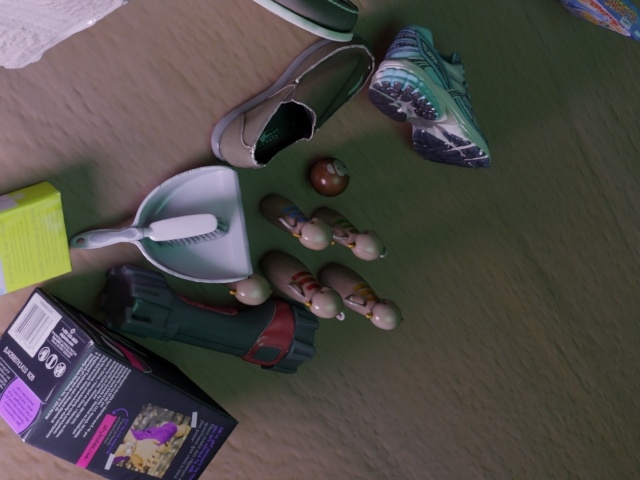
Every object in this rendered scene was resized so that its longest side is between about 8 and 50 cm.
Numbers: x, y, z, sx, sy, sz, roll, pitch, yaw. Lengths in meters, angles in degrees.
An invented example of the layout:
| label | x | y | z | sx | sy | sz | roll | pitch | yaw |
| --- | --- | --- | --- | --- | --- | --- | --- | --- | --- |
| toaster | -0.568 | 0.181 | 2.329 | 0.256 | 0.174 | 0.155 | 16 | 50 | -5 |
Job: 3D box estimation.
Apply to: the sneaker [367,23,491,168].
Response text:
| label | x | y | z | sx | sy | sz | roll | pitch | yaw |
| --- | --- | --- | --- | --- | --- | --- | --- | --- | --- |
| sneaker | 0.172 | -0.192 | 1.778 | 0.283 | 0.110 | 0.122 | 42 | 61 | -54 |

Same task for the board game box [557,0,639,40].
| label | x | y | z | sx | sy | sz | roll | pitch | yaw |
| --- | --- | --- | --- | --- | --- | --- | --- | --- | --- |
| board game box | 0.357 | -0.356 | 1.813 | 0.201 | 0.136 | 0.035 | 29 | 94 | -43 |

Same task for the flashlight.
| label | x | y | z | sx | sy | sz | roll | pitch | yaw |
| --- | --- | --- | --- | --- | --- | --- | --- | --- | --- |
| flashlight | -0.143 | 0.098 | 1.699 | 0.304 | 0.103 | 0.103 | 19 | 77 | -38 |

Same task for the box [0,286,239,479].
| label | x | y | z | sx | sy | sz | roll | pitch | yaw |
| --- | --- | --- | --- | --- | --- | --- | --- | --- | --- |
| box | -0.262 | 0.197 | 1.605 | 0.143 | 0.165 | 0.270 | -54 | 134 | -2 |

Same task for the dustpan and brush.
| label | x | y | z | sx | sy | sz | roll | pitch | yaw |
| --- | --- | --- | --- | --- | --- | --- | --- | --- | --- |
| dustpan and brush | -0.199 | -0.010 | 1.602 | 0.211 | 0.060 | 0.147 | -9 | 83 | 0 |

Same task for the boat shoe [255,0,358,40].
| label | x | y | z | sx | sy | sz | roll | pitch | yaw |
| --- | --- | --- | --- | --- | --- | --- | --- | --- | --- |
| boat shoe | -0.062 | -0.321 | 1.523 | 0.305 | 0.109 | 0.091 | 19 | 105 | -39 |

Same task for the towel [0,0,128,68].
| label | x | y | z | sx | sy | sz | roll | pitch | yaw |
| --- | --- | --- | --- | --- | --- | --- | --- | --- | --- |
| towel | -0.334 | -0.238 | 1.280 | 0.187 | 0.049 | 0.282 | -25 | 164 | 30 |

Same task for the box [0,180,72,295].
| label | x | y | z | sx | sy | sz | roll | pitch | yaw |
| --- | --- | --- | --- | --- | --- | --- | --- | --- | --- |
| box | -0.380 | 0.011 | 1.497 | 0.178 | 0.042 | 0.109 | -21 | 124 | -28 |

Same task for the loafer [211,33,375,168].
| label | x | y | z | sx | sy | sz | roll | pitch | yaw |
| --- | --- | --- | --- | --- | --- | --- | --- | --- | --- |
| loafer | -0.019 | -0.167 | 1.652 | 0.251 | 0.087 | 0.094 | -41 | 132 | -14 |

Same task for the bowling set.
| label | x | y | z | sx | sy | sz | roll | pitch | yaw |
| --- | --- | --- | --- | --- | --- | --- | --- | --- | --- |
| bowling set | 0.000 | 0.000 | 1.712 | 0.287 | 0.154 | 0.200 | 6 | 110 | -40 |
